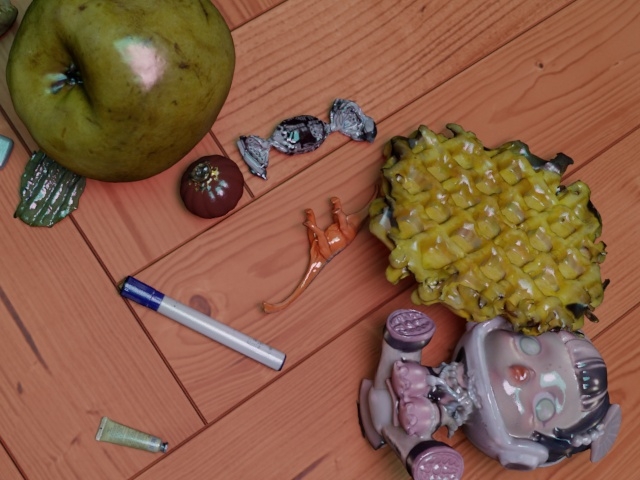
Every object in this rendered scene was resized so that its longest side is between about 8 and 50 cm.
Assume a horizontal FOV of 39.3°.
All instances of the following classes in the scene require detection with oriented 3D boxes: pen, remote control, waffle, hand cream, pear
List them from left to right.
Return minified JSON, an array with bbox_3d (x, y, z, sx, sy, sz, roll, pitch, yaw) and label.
[{"bbox_3d":[-0.514,-0.146,1.309,0.124,0.018,0.053,21,76,-10],"label":"remote control"},{"bbox_3d":[-0.265,-0.241,1.249,0.303,0.304,0.304,2,81,-13],"label":"pear"},{"bbox_3d":[-0.271,0.286,1.300,0.102,0.022,0.035,17,78,-5],"label":"hand cream"},{"bbox_3d":[-0.173,0.125,1.342,0.269,0.033,0.033,27,76,-9],"label":"pen"},{"bbox_3d":[0.258,-0.020,1.365,0.382,0.095,0.380,15,48,-5],"label":"waffle"}]

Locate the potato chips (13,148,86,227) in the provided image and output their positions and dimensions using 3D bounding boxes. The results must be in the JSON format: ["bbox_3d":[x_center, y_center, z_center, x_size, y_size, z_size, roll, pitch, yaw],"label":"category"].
[{"bbox_3d":[-0.384,-0.115,1.331,0.091,0.028,0.208,21,79,-11],"label":"potato chips"}]

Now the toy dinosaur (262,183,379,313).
[{"bbox_3d":[0.003,0.001,1.390,0.279,0.055,0.101,-37,114,-18],"label":"toy dinosaur"}]

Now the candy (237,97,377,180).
[{"bbox_3d":[-0.019,-0.163,1.414,0.226,0.051,0.094,-17,89,-16],"label":"candy"}]

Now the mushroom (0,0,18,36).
[{"bbox_3d":[-0.559,-0.441,1.310,0.122,0.095,0.351,-24,88,-36],"label":"mushroom"}]

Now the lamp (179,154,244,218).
[{"bbox_3d":[-0.163,-0.080,1.346,0.101,0.090,0.101,-10,62,19],"label":"lamp"}]

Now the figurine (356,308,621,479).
[{"bbox_3d":[0.249,0.216,1.337,0.361,0.211,0.253,-5,85,-13],"label":"figurine"}]
